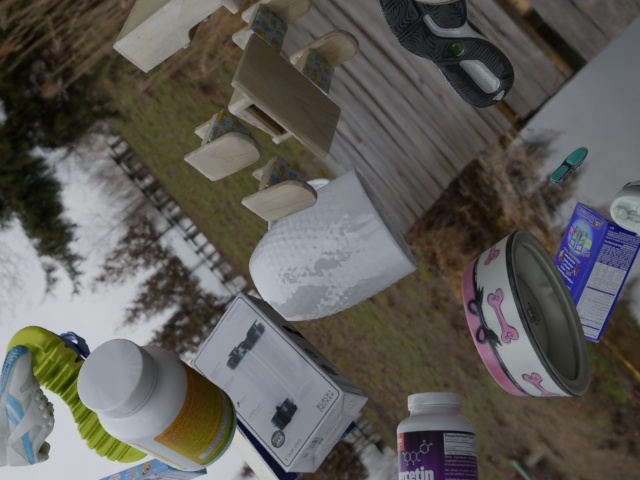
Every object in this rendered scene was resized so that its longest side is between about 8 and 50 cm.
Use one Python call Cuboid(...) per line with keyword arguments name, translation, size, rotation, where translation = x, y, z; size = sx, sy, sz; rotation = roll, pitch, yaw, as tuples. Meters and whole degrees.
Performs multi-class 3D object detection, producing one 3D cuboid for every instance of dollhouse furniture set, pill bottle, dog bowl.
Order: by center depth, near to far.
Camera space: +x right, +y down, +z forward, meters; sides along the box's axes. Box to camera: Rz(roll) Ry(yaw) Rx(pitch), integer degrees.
Cuboid(name="pill bottle", translation=(-0.230, 0.231, 1.139), size=(0.136, 0.136, 0.245), rotation=(47, 176, 37))
Cuboid(name="dollhouse furniture set", translation=(-0.091, -0.302, 1.331), size=(0.394, 0.362, 0.256), rotation=(37, 144, -31))
Cuboid(name="pill bottle", translation=(0.268, 0.518, 1.838), size=(0.181, 0.182, 0.323), rotation=(56, -149, -66))
Cuboid(name="dog bowl", translation=(0.480, 0.186, 1.892), size=(0.408, 0.150, 0.408), rotation=(37, -139, -41))

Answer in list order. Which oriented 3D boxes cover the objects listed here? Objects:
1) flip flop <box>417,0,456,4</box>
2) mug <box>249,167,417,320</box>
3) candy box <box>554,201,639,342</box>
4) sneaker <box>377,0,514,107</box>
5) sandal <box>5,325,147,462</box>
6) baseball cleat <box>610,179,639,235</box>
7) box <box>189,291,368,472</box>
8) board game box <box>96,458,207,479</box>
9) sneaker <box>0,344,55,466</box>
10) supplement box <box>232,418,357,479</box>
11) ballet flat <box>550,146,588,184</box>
Cuboid(name="flip flop", translation=(0.105, -0.425, 1.129), size=(0.277, 0.112, 0.080), rotation=(33, -169, 9))
Cuboid(name="mug", translation=(0.000, 0.000, 1.893), size=(0.276, 0.328, 0.374), rotation=(48, -167, -47))
Cuboid(name="candy box", translation=(0.729, 0.082, 2.190), size=(0.122, 0.317, 0.268), rotation=(19, -166, -3))
Cuboid(name="sneaker", translation=(0.227, -0.491, 1.719), size=(0.447, 0.169, 0.257), rotation=(43, -164, -34))
Cuboid(name="sandal", translation=(-0.417, 0.268, 1.463), size=(0.317, 0.126, 0.138), rotation=(48, -176, -1))
Cuboid(name="baseball cleat", translation=(0.451, -0.027, 0.938), size=(0.206, 0.109, 0.072), rotation=(27, 137, 26))
Cuboid(name="box", translation=(-0.077, 0.239, 1.380), size=(0.290, 0.169, 0.087), rotation=(38, -173, 35))
Cuboid(name="board game box", translation=(-0.401, 0.561, 1.895), size=(0.160, 0.211, 0.039), rotation=(37, -147, -57))
Cuboid(name="sneaker", translation=(-0.491, 0.274, 1.339), size=(0.092, 0.228, 0.087), rotation=(3, -155, -19))
Cuboid(name="supplement box", translation=(-0.088, 0.402, 1.760), size=(0.195, 0.194, 0.356), rotation=(52, 162, 5))
Cuboid(name="ballet flat", translation=(0.606, -0.178, 1.949), size=(0.041, 0.114, 0.041), rotation=(45, -176, -4))
